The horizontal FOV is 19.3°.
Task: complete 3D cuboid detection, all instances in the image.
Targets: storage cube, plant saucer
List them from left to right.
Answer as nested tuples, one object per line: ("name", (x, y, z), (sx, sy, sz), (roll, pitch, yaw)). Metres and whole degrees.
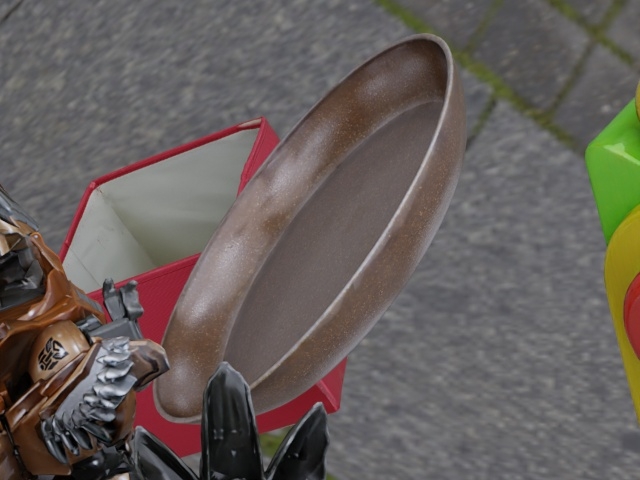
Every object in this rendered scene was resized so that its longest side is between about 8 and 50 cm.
("storage cube", (-0.094, 0.044, 1.602), (0.193, 0.215, 0.183), (55, 29, -29))
("plant saucer", (0.000, 0.000, 1.256), (0.050, 0.310, 0.310), (35, 77, -18))

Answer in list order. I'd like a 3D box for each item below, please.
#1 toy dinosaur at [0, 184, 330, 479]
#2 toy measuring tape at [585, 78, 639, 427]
("toy dinosaur", (-0.074, 0.111, 0.618), (0.164, 0.218, 0.322), (-41, 91, -10))
("toy measuring tape", (0.197, 0.066, 0.804), (0.121, 0.121, 0.330), (-28, 119, -17))
